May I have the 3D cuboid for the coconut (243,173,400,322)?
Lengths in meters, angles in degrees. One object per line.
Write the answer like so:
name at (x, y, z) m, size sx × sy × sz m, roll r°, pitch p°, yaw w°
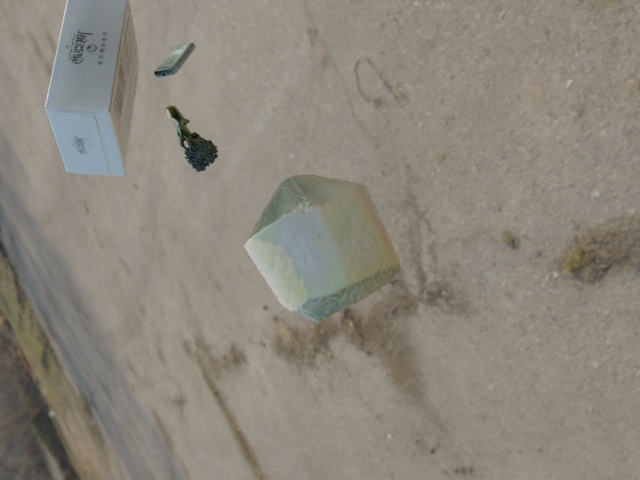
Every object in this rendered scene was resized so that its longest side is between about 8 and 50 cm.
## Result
coconut at (0.000, 0.000, 1.242) m, size 0.244 × 0.239 × 0.239 m, roll 60°, pitch 154°, yaw 0°

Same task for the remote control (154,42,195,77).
remote control at (-0.296, -0.369, 1.457) m, size 0.053 × 0.124 × 0.018 m, roll -7°, pitch 128°, yaw 20°

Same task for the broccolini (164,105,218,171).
broccolini at (-0.247, -0.208, 1.358) m, size 0.067 × 0.058 × 0.216 m, roll 48°, pitch -173°, yaw -42°

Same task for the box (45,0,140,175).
box at (-0.409, -0.287, 1.312) m, size 0.203 × 0.116 × 0.274 m, roll 104°, pitch 167°, yaw -63°
